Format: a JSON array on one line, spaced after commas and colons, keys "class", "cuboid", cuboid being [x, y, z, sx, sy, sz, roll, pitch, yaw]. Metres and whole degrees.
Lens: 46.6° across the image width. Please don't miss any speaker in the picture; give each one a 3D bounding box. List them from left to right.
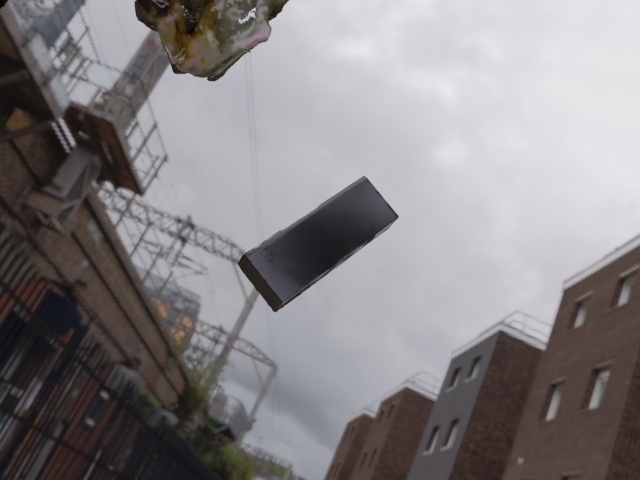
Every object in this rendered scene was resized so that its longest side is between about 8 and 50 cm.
[{"class": "speaker", "cuboid": [0.000, 0.000, 0.982, 0.082, 0.218, 0.044, 50, -30, 7]}]

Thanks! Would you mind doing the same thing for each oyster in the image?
[{"class": "oyster", "cuboid": [-0.067, -0.336, 0.754, 0.201, 0.354, 0.107, 39, 5, -45]}]

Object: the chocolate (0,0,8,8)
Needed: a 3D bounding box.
[{"class": "chocolate", "cuboid": [-0.368, -0.364, 0.928, 0.086, 0.182, 0.028, 47, 7, 16]}]
